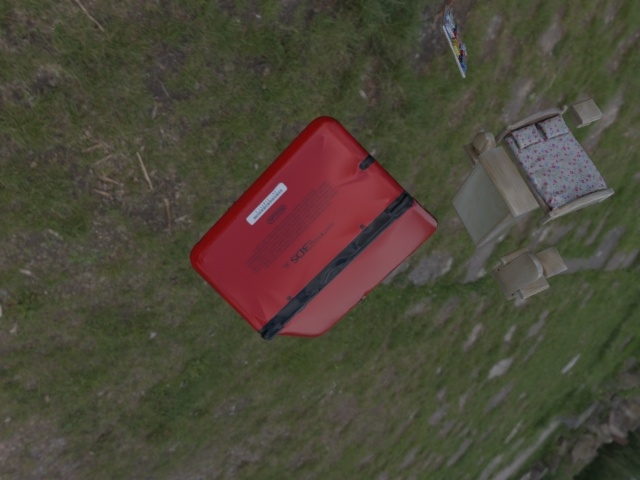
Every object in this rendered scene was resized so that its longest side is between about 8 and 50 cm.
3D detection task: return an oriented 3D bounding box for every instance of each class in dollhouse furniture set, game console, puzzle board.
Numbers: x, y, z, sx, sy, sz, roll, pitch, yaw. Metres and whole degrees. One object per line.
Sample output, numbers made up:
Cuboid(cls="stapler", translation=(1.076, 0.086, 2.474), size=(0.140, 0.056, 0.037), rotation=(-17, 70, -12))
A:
Cuboid(cls="dollhouse furniture set", translation=(0.436, -0.107, 0.865), size=(0.355, 0.304, 0.174), rotation=(-21, 163, -9))
Cuboid(cls="game console", translation=(0.000, 0.000, 0.371), size=(0.144, 0.124, 0.085), rotation=(-45, -178, 12))
Cuboid(cls="puzzle board", translation=(0.238, -0.353, 0.870), size=(0.096, 0.011, 0.128), rotation=(57, 32, -28))
